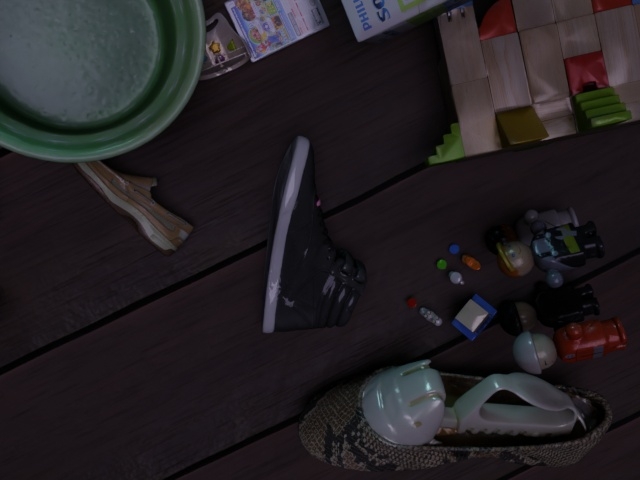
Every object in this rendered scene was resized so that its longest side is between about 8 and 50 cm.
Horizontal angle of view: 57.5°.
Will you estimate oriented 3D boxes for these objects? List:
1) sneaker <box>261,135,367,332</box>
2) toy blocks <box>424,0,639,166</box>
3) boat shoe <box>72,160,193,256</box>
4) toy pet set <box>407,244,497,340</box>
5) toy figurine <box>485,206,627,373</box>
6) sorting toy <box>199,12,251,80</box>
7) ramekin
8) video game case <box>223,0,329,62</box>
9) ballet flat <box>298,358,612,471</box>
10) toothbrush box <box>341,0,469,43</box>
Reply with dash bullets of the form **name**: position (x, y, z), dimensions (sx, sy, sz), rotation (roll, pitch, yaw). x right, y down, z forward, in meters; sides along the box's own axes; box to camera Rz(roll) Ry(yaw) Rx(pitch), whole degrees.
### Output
- **sneaker**: position (0.000, 0.000, 0.844), dimensions (0.146, 0.104, 0.296), rotation (5, 109, -9)
- **toy blocks**: position (0.306, -0.266, 0.788), dimensions (0.381, 0.191, 0.261), rotation (-11, 92, 6)
- **boat shoe**: position (-0.259, -0.065, 0.821), dimensions (0.072, 0.068, 0.190), rotation (-46, 114, -7)
- **toy pet set**: position (0.220, 0.091, 0.921), dimensions (0.114, 0.065, 0.122), rotation (40, 94, 21)
- **toy figurine**: position (0.322, 0.064, 0.841), dimensions (0.148, 0.213, 0.210), rotation (-16, 102, 14)
- **sorting toy**: position (-0.145, -0.266, 0.793), dimensions (0.083, 0.045, 0.075), rotation (-22, 98, 0)
- **ramekin**: position (-0.299, -0.250, 0.693), dimensions (0.303, 0.148, 0.304), rotation (-5, 104, -21)
- **video game case**: position (-0.059, -0.312, 0.805), dimensions (0.122, 0.011, 0.087), rotation (-26, 105, 0)
- **ballet flat**: position (0.214, 0.254, 0.884), dimensions (0.482, 0.164, 0.182), rotation (5, 141, -10)
- **toothbrush box**: position (0.143, -0.379, 0.659), dimensions (0.283, 0.122, 0.206), rotation (-18, 101, 23)
